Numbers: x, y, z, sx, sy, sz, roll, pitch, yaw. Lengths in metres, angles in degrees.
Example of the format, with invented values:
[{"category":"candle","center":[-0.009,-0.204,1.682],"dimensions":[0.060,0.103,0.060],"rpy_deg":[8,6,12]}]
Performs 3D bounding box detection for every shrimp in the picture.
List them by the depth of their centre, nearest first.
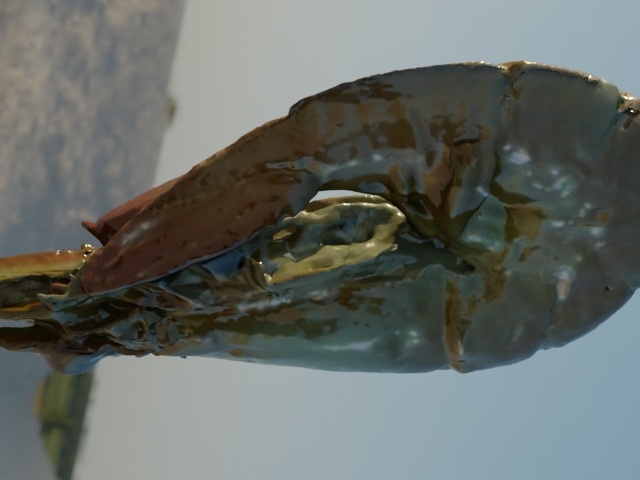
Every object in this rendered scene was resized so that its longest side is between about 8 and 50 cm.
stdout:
[{"category":"shrimp","center":[0.000,0.000,0.688],"dimensions":[0.145,0.267,0.061],"rpy_deg":[82,3,-49]}]
